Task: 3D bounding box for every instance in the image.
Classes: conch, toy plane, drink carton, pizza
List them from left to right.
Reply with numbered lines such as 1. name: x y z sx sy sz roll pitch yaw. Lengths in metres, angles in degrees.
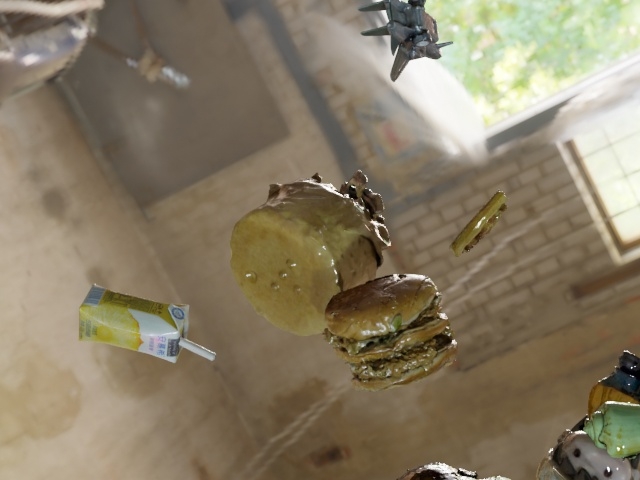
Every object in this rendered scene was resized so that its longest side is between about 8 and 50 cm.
1. drink carton: -0.239 0.123 1.555 0.200 0.084 0.074 13 -146 2
2. toy plane: 0.165 -0.343 1.825 0.088 0.212 0.267 -12 167 31
3. pizza: 0.354 -0.038 2.375 0.175 0.046 0.134 -52 169 26
4. conch: 0.512 0.305 1.762 0.170 0.079 0.105 -9 -131 11

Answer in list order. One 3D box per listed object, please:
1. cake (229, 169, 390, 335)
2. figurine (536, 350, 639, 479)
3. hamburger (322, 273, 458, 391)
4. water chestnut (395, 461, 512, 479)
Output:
1. cake: 0.006 0.007 2.431 0.332 0.332 0.321 -21 -168 47
2. figurine: 0.540 0.382 2.043 0.332 0.185 0.204 -55 157 -14
3. hamburger: 0.127 0.188 2.146 0.261 0.211 0.245 -14 -174 31
4. water chestnut: 0.254 0.559 2.032 0.300 0.300 0.300 -27 -174 3
